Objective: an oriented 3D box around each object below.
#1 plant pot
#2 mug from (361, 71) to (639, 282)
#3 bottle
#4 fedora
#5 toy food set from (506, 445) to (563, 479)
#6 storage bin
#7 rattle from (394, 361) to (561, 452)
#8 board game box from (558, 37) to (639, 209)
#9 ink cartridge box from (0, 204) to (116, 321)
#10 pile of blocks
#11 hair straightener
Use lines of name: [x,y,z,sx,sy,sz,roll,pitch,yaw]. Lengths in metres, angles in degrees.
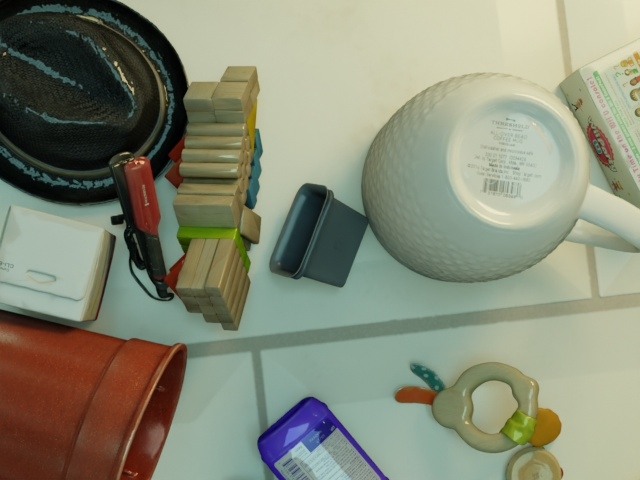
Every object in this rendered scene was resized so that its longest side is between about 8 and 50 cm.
plant pot: [-0.344,0.220,1.475,0.265,0.272,0.272,18,85,4]
mug: [0.254,-0.067,1.499,0.374,0.328,0.276,21,85,-4]
bottle: [0.039,0.351,1.574,0.118,0.092,0.283,-41,91,-5]
fedora: [-0.342,-0.205,1.540,0.334,0.152,0.334,0,87,-5]
toy food set: [0.305,0.336,1.636,0.083,0.020,0.083,-25,89,-6]
storage bin: [0.000,0.000,1.598,0.091,0.098,0.135,25,84,-31]
rattle: [0.226,0.231,1.633,0.200,0.143,0.130,0,94,31]
board game box: [0.534,-0.203,1.649,0.303,0.097,0.224,-26,88,-8]
ink cartridge box: [-0.351,0.034,1.514,0.128,0.176,0.127,14,86,-5]
pile of blocks: [-0.153,-0.061,1.573,0.113,0.149,0.362,2,77,14]
hair straightener: [-0.243,-0.016,1.560,0.047,0.089,0.230,-32,124,-29]
